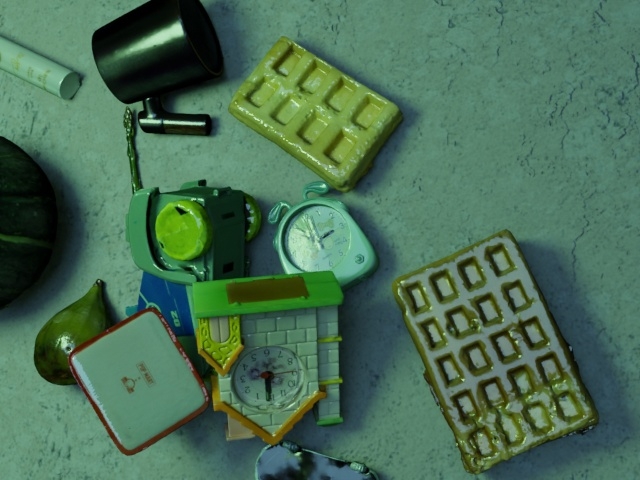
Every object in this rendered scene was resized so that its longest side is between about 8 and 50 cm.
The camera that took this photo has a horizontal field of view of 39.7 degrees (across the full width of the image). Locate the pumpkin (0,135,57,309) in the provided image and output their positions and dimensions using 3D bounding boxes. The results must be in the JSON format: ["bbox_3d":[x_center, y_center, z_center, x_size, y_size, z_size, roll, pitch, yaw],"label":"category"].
[{"bbox_3d":[-0.613,-0.031,1.526,0.323,0.241,0.323,0,87,9],"label":"pumpkin"}]

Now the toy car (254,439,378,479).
[{"bbox_3d":[-0.006,0.382,1.413,0.205,0.056,0.095,13,85,19],"label":"toy car"}]

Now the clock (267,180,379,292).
[{"bbox_3d":[0.000,0.000,1.468,0.148,0.060,0.188,-29,76,9],"label":"clock"}]

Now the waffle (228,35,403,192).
[{"bbox_3d":[-0.013,-0.218,1.492,0.274,0.057,0.168,36,80,16],"label":"waffle"}]

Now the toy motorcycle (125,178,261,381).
[{"bbox_3d":[-0.227,0.066,1.465,0.200,0.191,0.326,9,102,23],"label":"toy motorcycle"}]

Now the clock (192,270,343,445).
[{"bbox_3d":[-0.076,0.189,1.362,0.220,0.106,0.255,-5,112,-8],"label":"clock"}]

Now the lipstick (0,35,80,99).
[{"bbox_3d":[-0.571,-0.338,1.658,0.264,0.059,0.059,26,88,16],"label":"lipstick"}]

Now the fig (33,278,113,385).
[{"bbox_3d":[-0.427,0.153,1.517,0.133,0.126,0.185,-33,62,47],"label":"fig"}]

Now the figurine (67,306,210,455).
[{"bbox_3d":[-0.299,0.232,1.432,0.160,0.226,0.183,-30,87,-19],"label":"figurine"}]

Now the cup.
[{"bbox_3d":[-0.275,-0.297,1.528,0.177,0.166,0.239,-18,76,14],"label":"cup"}]

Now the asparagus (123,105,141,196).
[{"bbox_3d":[-0.335,-0.128,1.589,0.023,0.022,0.233,-20,75,55],"label":"asparagus"}]

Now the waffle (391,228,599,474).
[{"bbox_3d":[0.264,0.171,1.361,0.224,0.098,0.328,-24,76,11],"label":"waffle"}]
